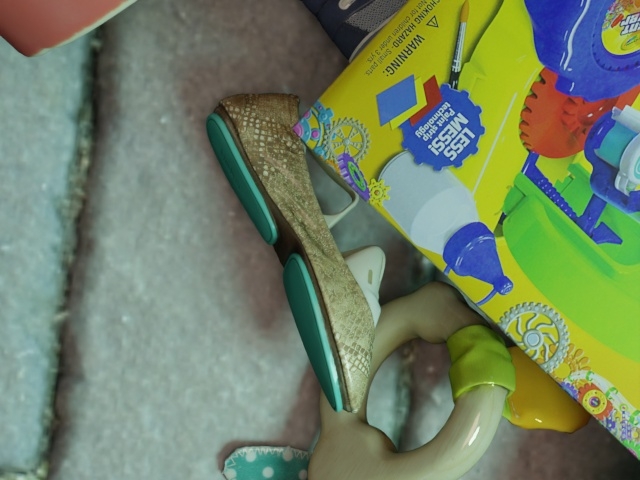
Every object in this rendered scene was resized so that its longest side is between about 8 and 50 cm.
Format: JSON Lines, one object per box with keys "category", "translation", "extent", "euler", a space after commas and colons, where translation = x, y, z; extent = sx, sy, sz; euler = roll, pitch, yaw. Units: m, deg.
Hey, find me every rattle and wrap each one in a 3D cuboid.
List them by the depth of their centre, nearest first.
{"category": "rattle", "translation": [0.052, 0.128, 1.234], "extent": [0.130, 0.143, 0.199], "euler": [45, 102, 24]}

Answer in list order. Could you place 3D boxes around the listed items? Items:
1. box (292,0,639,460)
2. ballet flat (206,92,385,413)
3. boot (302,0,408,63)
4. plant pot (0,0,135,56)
{"category": "box", "translation": [0.195, -0.066, 1.078], "extent": [0.279, 0.177, 0.290], "euler": [43, 96, 10]}
{"category": "ballet flat", "translation": [0.000, 0.000, 1.187], "extent": [0.067, 0.073, 0.206], "euler": [-21, 82, -16]}
{"category": "boot", "translation": [0.076, -0.181, 1.211], "extent": [0.190, 0.069, 0.086], "euler": [-36, 78, -17]}
{"category": "plant pot", "translation": [-0.158, -0.253, 1.085], "extent": [0.275, 0.275, 0.243], "euler": [-39, 105, -6]}
